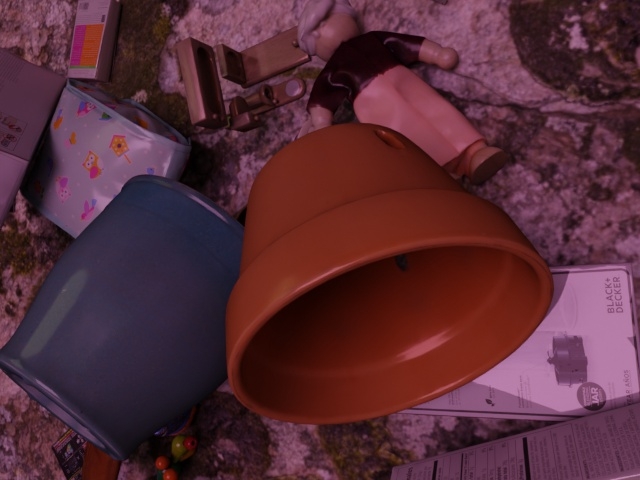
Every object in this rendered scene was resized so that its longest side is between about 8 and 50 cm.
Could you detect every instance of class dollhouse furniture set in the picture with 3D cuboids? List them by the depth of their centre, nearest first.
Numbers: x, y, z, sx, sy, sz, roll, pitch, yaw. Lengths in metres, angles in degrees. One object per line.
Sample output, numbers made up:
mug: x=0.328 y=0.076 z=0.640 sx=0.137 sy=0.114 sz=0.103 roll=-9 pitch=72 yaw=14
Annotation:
dollhouse furniture set: x=-0.097 y=-0.236 z=0.769 sx=0.123 sy=0.151 sz=0.143 roll=-14 pitch=85 yaw=26

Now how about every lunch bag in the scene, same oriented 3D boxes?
lunch bag: x=-0.322 y=-0.103 z=0.879 sx=0.262 sy=0.160 sz=0.223 roll=33 pitch=103 yaw=30

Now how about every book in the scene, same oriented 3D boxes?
book: x=-0.416 y=-0.364 z=1.001 sx=0.096 sy=0.035 sz=0.144 roll=13 pitch=95 yaw=30

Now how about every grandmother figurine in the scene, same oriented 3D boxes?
grandmother figurine: x=0.074 y=-0.193 z=0.713 sx=0.208 sy=0.104 sz=0.342 roll=-29 pitch=69 yaw=-12

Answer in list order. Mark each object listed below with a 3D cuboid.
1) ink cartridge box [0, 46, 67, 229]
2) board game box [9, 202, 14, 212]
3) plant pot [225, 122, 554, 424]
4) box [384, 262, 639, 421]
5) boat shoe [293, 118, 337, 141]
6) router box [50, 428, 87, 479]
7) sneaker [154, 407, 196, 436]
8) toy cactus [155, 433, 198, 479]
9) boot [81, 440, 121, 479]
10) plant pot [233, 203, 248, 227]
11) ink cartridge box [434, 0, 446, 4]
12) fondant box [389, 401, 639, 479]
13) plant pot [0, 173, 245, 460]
ink cartridge box: x=-0.560 y=-0.131 z=0.918 sx=0.271 sy=0.130 sz=0.309 roll=-52 pitch=31 yaw=25
board game box: x=-0.707 y=-0.118 z=1.147 sx=0.186 sy=0.026 sz=0.126 roll=-1 pitch=88 yaw=27
plant pot: x=0.041 y=0.023 z=0.542 sx=0.291 sy=0.291 sz=0.203 roll=-37 pitch=48 yaw=22
box: x=0.206 y=0.115 z=0.642 sx=0.290 sy=0.087 sz=0.169 roll=-7 pitch=86 yaw=26
boat shoe: x=0.000 y=0.000 z=0.739 sx=0.097 sy=0.117 sz=0.323 roll=-22 pitch=73 yaw=61
router box: x=-0.418 y=0.372 z=0.983 sx=0.122 sy=0.038 sz=0.092 roll=-43 pitch=72 yaw=19
sneaker: x=-0.224 y=0.199 z=0.849 sx=0.084 sy=0.087 sz=0.220 roll=4 pitch=89 yaw=6
toy cactus: x=-0.235 y=0.410 z=0.870 sx=0.181 sy=0.112 sz=0.218 roll=-7 pitch=88 yaw=46
boot: x=-0.339 y=0.259 z=0.891 sx=0.264 sy=0.096 sz=0.280 roll=40 pitch=120 yaw=51
plant pot: x=-0.095 y=0.021 z=0.786 sx=0.095 sy=0.134 sz=0.134 roll=-25 pitch=78 yaw=43
ink cartridge box: x=0.139 y=-0.430 z=0.688 sx=0.148 sy=0.086 sz=0.203 roll=35 pitch=105 yaw=23
fondant box: x=0.265 y=0.310 z=0.555 sx=0.331 sy=0.096 sz=0.238 roll=-26 pitch=103 yaw=25
plant pot: x=-0.218 y=0.105 z=0.662 sx=0.272 sy=0.271 sz=0.255 roll=19 pitch=54 yaw=26
